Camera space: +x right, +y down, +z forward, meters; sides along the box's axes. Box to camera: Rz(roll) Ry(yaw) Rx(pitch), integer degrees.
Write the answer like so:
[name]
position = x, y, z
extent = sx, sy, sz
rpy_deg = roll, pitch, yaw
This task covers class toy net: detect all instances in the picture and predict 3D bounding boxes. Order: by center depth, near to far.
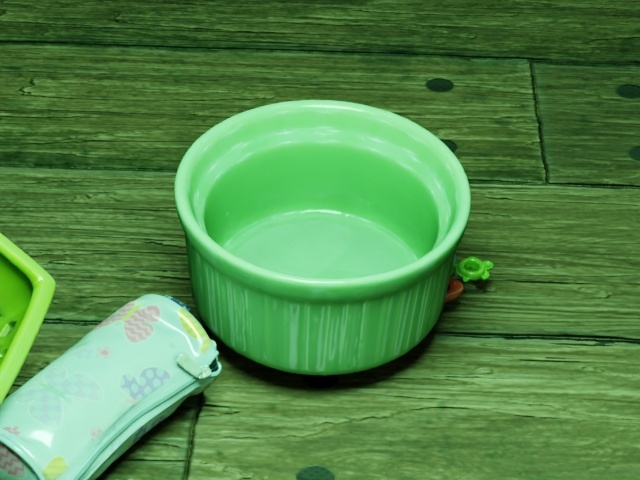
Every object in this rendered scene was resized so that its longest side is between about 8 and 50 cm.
[toy net]
position = 0.071, 0.057, 1.983
extent = 0.232, 0.045, 0.122
rpy_deg = -25, 48, -29

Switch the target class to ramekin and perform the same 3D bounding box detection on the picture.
[ramekin]
position = 0.000, 0.000, 1.894
extent = 0.303, 0.148, 0.303
rpy_deg = 2, 40, -2

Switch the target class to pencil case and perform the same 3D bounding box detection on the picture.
[pencil case]
position = -0.217, 0.163, 1.757
extent = 0.124, 0.113, 0.273
rpy_deg = 29, 43, 23

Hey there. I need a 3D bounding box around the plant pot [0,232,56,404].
[plant pot]
position = -0.419, 0.090, 1.723
extent = 0.228, 0.207, 0.227
rpy_deg = 39, 31, -15
